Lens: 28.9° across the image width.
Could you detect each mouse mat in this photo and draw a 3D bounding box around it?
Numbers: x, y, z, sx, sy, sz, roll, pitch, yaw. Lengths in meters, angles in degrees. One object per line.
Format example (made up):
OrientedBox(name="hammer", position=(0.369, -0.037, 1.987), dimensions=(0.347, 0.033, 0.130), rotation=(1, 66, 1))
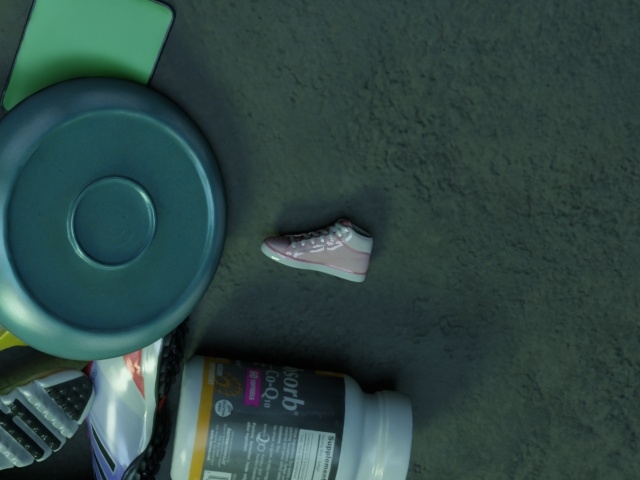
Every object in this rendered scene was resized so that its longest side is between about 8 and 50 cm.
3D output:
OrientedBox(name="mouse mat", position=(-0.263, -0.203, 1.396), dimensions=(0.152, 0.007, 0.190), rotation=(20, 112, -11))

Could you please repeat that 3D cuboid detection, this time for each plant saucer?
OrientedBox(name="plant saucer", position=(-0.234, -0.021, 1.365), dimensions=(0.317, 0.043, 0.318), rotation=(-4, 97, -32))

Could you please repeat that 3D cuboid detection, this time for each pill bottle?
OrientedBox(name="pill bottle", position=(-0.037, 0.234, 1.513), dimensions=(0.278, 0.162, 0.162), rotation=(7, 113, -7))

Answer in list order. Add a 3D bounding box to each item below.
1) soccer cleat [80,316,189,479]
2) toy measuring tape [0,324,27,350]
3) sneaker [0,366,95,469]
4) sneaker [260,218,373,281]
OrientedBox(name="soccer cleat", position=(-0.248, 0.210, 1.533), dimensions=(0.116, 0.108, 0.318), rotation=(18, 113, 9))
OrientedBox(name="toy measuring tape", position=(-0.373, 0.107, 1.437), dimensions=(0.330, 0.121, 0.121), rotation=(-41, 110, -4))
OrientedBox(name="sneaker", position=(-0.407, 0.225, 1.463), dimensions=(0.292, 0.118, 0.110), rotation=(-30, 126, -5))
OrientedBox(name="sneaker", position=(0.000, 0.000, 1.475), dimensions=(0.134, 0.051, 0.070), rotation=(15, 110, -13))
